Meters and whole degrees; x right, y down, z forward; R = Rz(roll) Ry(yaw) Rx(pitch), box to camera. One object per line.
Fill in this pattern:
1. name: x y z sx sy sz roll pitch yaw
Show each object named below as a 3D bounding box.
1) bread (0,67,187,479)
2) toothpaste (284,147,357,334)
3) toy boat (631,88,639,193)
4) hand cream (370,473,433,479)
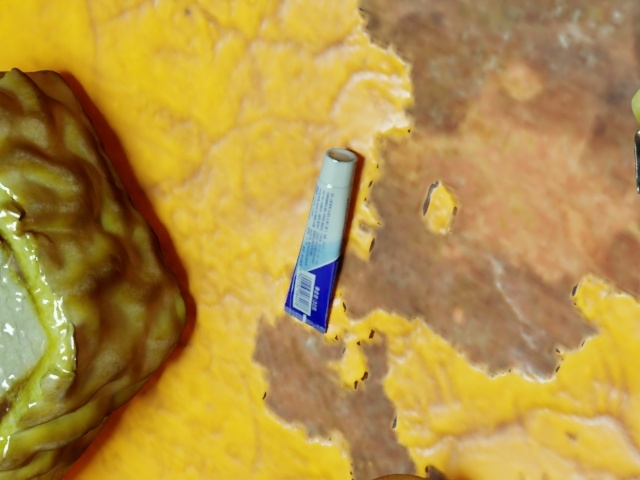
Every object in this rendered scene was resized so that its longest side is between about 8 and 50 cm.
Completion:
1. bread: -0.170 0.038 0.838 0.222 0.096 0.181 -43 73 33
2. toothpaste: 0.000 0.000 0.754 0.024 0.015 0.083 28 120 29
3. toy boat: 0.186 0.068 0.573 0.115 0.089 0.310 -7 94 53
4. hand cream: -0.027 0.228 0.776 0.140 0.089 0.314 55 130 17
